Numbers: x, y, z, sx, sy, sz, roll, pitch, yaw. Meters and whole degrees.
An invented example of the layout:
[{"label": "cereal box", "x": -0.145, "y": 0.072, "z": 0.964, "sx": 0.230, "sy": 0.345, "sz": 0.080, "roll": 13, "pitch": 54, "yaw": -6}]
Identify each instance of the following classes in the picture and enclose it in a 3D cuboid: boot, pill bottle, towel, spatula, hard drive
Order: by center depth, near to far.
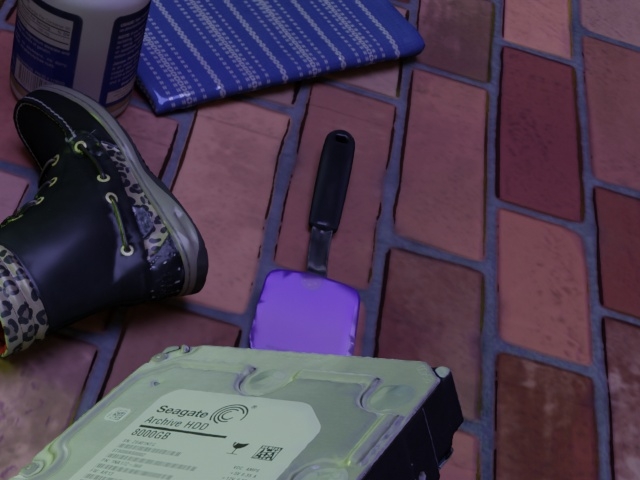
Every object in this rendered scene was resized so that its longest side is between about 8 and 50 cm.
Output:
[{"label": "hard drive", "x": -0.092, "y": 0.171, "z": 0.694, "sx": 0.237, "sy": 0.064, "sz": 0.339, "roll": 1, "pitch": 26, "yaw": 34}, {"label": "boot", "x": -0.219, "y": -0.022, "z": 0.932, "sx": 0.179, "sy": 0.085, "sz": 0.236, "roll": -24, "pitch": 58, "yaw": -36}, {"label": "spatula", "x": 0.000, "y": 0.000, "z": 1.036, "sx": 0.084, "sy": 0.030, "sz": 0.296, "roll": 14, "pitch": 42, "yaw": -4}, {"label": "pill bottle", "x": -0.205, "y": -0.203, "z": 1.052, "sx": 0.112, "sy": 0.186, "sz": 0.112, "roll": 12, "pitch": 42, "yaw": -11}, {"label": "towel", "x": -0.081, "y": -0.240, "z": 1.262, "sx": 0.336, "sy": 0.040, "sz": 0.243, "roll": -18, "pitch": 56, "yaw": -33}]
